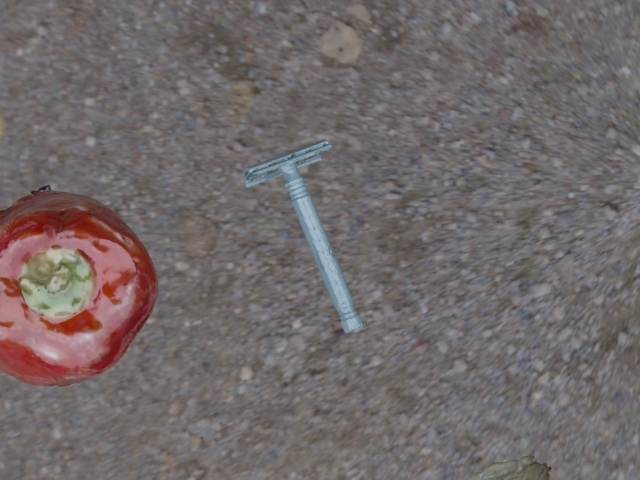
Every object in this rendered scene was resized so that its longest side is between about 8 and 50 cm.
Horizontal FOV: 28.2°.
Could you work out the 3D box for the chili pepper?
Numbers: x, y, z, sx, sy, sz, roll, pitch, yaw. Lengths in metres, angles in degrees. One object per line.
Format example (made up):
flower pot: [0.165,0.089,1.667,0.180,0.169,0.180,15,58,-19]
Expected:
chili pepper: [-0.105,0.017,0.477,0.073,0.123,0.070,-4,96,-22]

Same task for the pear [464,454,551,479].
pear: [0.157,0.344,1.263,0.267,0.267,0.178,-32,87,15]

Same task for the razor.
razor: [0.000,0.000,1.543,0.106,0.068,0.232,-22,85,-14]
